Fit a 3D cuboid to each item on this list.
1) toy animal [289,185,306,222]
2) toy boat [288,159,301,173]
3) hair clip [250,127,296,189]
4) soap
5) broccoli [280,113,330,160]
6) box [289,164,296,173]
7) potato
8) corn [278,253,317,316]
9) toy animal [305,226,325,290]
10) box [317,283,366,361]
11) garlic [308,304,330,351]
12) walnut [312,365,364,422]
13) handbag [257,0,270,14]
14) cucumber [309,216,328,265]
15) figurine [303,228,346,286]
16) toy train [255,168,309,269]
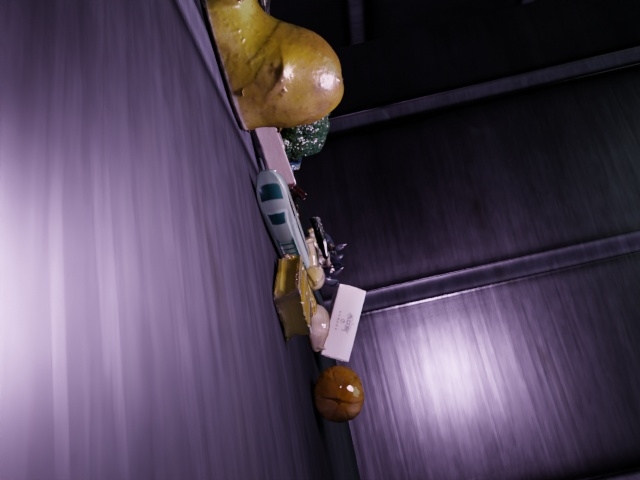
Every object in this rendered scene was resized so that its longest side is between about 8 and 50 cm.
[{"bbox_3d":[-0.113,-0.097,1.776,0.218,0.116,0.180,-99,-159,-67],"label":"toy animal"},{"bbox_3d":[-0.131,-0.348,2.176,0.262,0.114,0.115,-94,-175,-53],"label":"toy boat"},{"bbox_3d":[-0.158,-0.301,1.621,0.101,0.085,0.331,-107,178,-86],"label":"hair clip"},{"bbox_3d":[-0.070,0.141,1.414,0.233,0.076,0.135,-97,173,-68],"label":"soap"},{"bbox_3d":[-0.112,-0.410,1.905,0.297,0.298,0.297,38,9,-8],"label":"broccoli"},{"bbox_3d":[-0.131,-0.225,1.812,0.074,0.099,0.054,-92,-176,-83],"label":"box"},{"bbox_3d":[-0.104,-0.475,1.380,0.290,0.295,0.397,-103,-179,-66],"label":"potato"},{"bbox_3d":[-0.063,0.128,1.570,0.068,0.068,0.207,-98,166,-70],"label":"corn"},{"bbox_3d":[-0.051,0.060,1.856,0.233,0.121,0.169,-94,160,-61],"label":"toy animal"},{"bbox_3d":[0.080,0.321,2.122,0.203,0.116,0.275,114,-9,-77],"label":"box"},{"bbox_3d":[-0.018,0.301,2.024,0.198,0.090,0.129,-109,-160,-52],"label":"garlic"},{"bbox_3d":[0.055,0.472,1.692,0.207,0.167,0.168,113,-36,-89],"label":"walnut"},{"bbox_3d":[-0.219,-0.714,1.644,0.325,0.162,0.327,-96,-179,-47],"label":"handbag"},{"bbox_3d":[0.000,0.000,1.808,0.043,0.038,0.163,-36,-115,48],"label":"cucumber"},{"bbox_3d":[-0.010,0.076,2.093,0.197,0.175,0.265,114,-24,-45],"label":"figurine"},{"bbox_3d":[-0.104,-0.040,1.522,0.407,0.086,0.088,74,10,-57],"label":"toy train"}]
